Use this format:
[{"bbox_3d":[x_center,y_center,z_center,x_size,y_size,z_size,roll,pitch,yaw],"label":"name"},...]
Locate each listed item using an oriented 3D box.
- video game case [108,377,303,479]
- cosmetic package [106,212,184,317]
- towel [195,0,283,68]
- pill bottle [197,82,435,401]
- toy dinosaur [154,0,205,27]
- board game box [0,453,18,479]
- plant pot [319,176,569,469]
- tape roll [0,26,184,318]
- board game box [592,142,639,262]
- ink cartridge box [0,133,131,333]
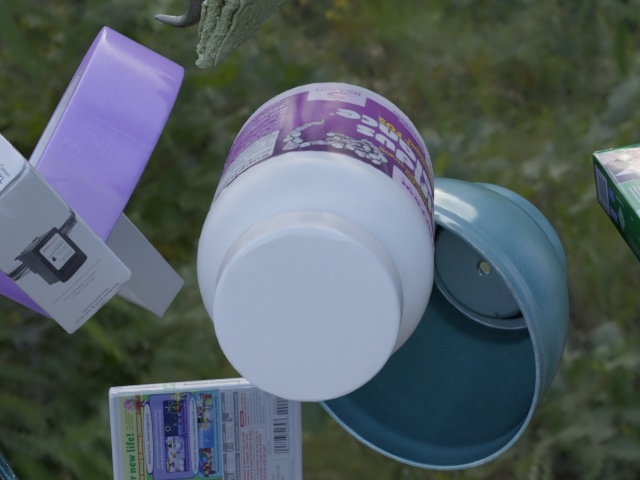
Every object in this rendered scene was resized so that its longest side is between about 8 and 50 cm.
[{"bbox_3d":[-0.114,0.242,1.985,0.193,0.212,0.023,-4,20,-7],"label":"video game case"},{"bbox_3d":[-0.258,-0.001,2.308,0.099,0.239,0.060,23,72,32],"label":"cosmetic package"},{"bbox_3d":[-0.035,-0.169,1.259,0.110,0.027,0.148,-46,-5,-17],"label":"towel"},{"bbox_3d":[0.000,0.000,1.408,0.169,0.169,0.301,-24,17,11],"label":"pill bottle"},{"bbox_3d":[-0.037,-0.272,1.575,0.313,0.121,0.160,-15,-25,36],"label":"toy dinosaur"},{"bbox_3d":[-0.397,0.260,2.109,0.126,0.186,0.026,-23,18,23],"label":"board game box"},{"bbox_3d":[0.131,0.057,1.953,0.293,0.293,0.196,-14,16,39],"label":"plant pot"},{"bbox_3d":[-0.232,-0.065,1.863,0.275,0.090,0.275,-58,11,18],"label":"tape roll"},{"bbox_3d":[0.333,-0.012,1.363,0.213,0.046,0.317,-10,22,-2],"label":"board game box"},{"bbox_3d":[-0.207,-0.020,1.295,0.063,0.150,0.109,-44,53,-5],"label":"ink cartridge box"}]
